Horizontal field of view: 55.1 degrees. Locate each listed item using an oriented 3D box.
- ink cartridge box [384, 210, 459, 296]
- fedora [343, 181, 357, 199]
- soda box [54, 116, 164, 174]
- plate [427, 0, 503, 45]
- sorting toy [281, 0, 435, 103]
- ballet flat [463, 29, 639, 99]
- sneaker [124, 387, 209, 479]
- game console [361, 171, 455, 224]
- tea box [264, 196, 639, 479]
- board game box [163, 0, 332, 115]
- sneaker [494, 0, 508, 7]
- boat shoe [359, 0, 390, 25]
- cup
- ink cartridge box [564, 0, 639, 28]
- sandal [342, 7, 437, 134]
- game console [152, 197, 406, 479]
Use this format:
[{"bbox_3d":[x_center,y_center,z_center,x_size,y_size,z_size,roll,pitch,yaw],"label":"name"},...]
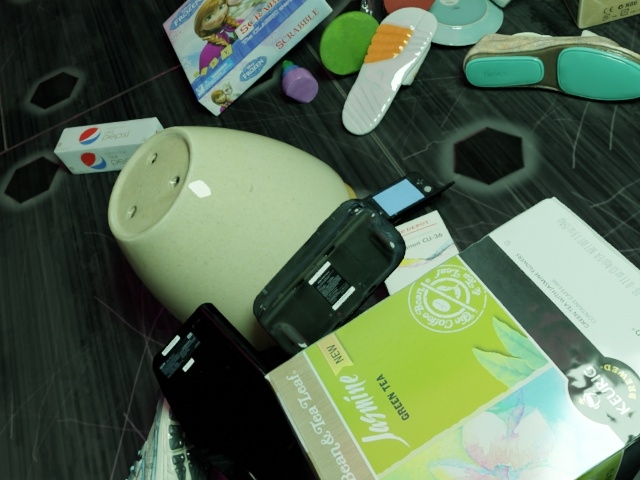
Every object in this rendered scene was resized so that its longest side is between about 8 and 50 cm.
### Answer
[{"bbox_3d":[0.145,0.036,0.907,0.115,0.067,0.198,-22,52,3],"label":"ink cartridge box"},{"bbox_3d":[0.000,0.000,0.958,0.194,0.079,0.194,-18,58,31],"label":"fedora"},{"bbox_3d":[-0.418,-0.190,1.240,0.216,0.074,0.069,-4,56,15],"label":"soda box"},{"bbox_3d":[0.268,-0.456,1.219,0.188,0.024,0.188,-3,57,4],"label":"plate"},{"bbox_3d":[0.056,-0.426,1.193,0.365,0.127,0.126,-39,51,15],"label":"sorting toy"},{"bbox_3d":[0.407,-0.314,1.049,0.316,0.107,0.106,14,54,24],"label":"ballet flat"},{"bbox_3d":[-0.220,0.321,0.802,0.122,0.110,0.283,-15,53,11],"label":"sneaker"},{"bbox_3d":[0.134,-0.074,0.977,0.122,0.071,0.107,-28,52,-13],"label":"game console"},{"bbox_3d":[0.169,0.193,0.626,0.323,0.329,0.220,-32,54,-6],"label":"tea box"},{"bbox_3d":[-0.170,-0.472,1.305,0.319,0.066,0.318,-39,51,12],"label":"board game box"},{"bbox_3d":[0.347,-0.610,1.108,0.236,0.323,0.130,46,56,2],"label":"sneaker"},{"bbox_3d":[0.120,-0.579,1.304,0.113,0.127,0.340,-8,71,16],"label":"boat shoe"},{"bbox_3d":[-0.154,-0.029,0.878,0.331,0.237,0.331,-19,57,31],"label":"cup"},{"bbox_3d":[0.572,-0.512,1.141,0.235,0.088,0.193,-13,54,10],"label":"ink cartridge box"},{"bbox_3d":[0.124,-0.313,1.157,0.102,0.076,0.265,31,90,16],"label":"sandal"},{"bbox_3d":[-0.036,0.115,0.740,0.213,0.044,0.361,44,97,15],"label":"game console"}]
